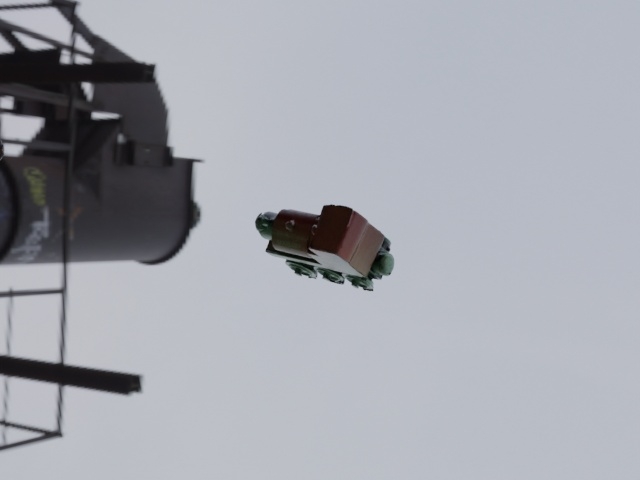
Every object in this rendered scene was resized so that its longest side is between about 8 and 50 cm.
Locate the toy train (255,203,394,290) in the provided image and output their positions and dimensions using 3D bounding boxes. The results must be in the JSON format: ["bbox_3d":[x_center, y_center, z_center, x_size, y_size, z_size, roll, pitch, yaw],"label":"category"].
[{"bbox_3d":[0.000,0.000,1.269,0.176,0.118,0.074,14,-107,44],"label":"toy train"}]

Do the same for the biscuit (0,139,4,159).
[{"bbox_3d":[-0.495,-0.134,1.243,0.232,0.013,0.237,-24,-56,37],"label":"biscuit"}]
